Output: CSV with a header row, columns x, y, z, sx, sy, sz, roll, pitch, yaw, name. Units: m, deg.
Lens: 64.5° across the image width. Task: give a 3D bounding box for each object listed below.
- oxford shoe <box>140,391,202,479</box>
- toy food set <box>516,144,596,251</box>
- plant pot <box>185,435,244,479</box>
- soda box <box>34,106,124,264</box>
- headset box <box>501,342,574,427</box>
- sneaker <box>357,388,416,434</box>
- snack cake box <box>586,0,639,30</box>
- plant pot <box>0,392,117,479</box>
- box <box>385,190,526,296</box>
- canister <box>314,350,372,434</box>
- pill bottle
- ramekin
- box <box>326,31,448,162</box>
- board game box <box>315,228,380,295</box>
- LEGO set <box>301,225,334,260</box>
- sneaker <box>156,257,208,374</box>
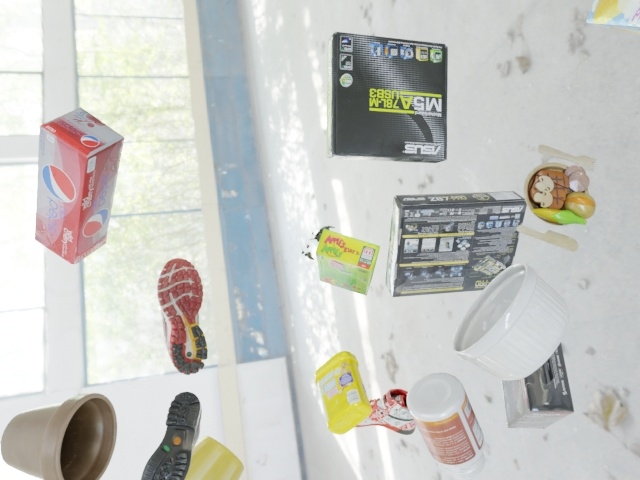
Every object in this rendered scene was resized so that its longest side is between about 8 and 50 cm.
x,y,z,sx,sy,sz,roll,pitch,yaw,name
-0.287,0.428,1.014,0.096,0.082,0.227,94,-166,-60,oxford shoe
0.441,-0.088,0.932,0.038,0.132,0.192,98,-170,-75,toy food set
-0.366,0.735,1.521,0.254,0.239,0.254,25,144,20,plant pot
-0.403,-0.080,0.838,0.263,0.092,0.083,-59,-3,41,soda box
0.564,0.365,1.346,0.293,0.110,0.218,76,-166,-60,headset box
0.180,0.523,1.607,0.090,0.270,0.145,-72,-10,-57,sneaker
0.612,-0.402,0.881,0.264,0.152,0.089,-95,16,-65,snack cake box
-0.742,0.557,1.421,0.263,0.229,0.263,-1,-90,-78,plant pot
0.412,0.012,1.575,0.097,0.394,0.318,-111,19,-62,box
0.054,0.381,1.273,0.126,0.073,0.170,-43,31,16,canister
0.269,0.392,1.059,0.216,0.121,0.121,64,173,-24,pill bottle
0.343,0.151,0.910,0.207,0.109,0.207,-53,-4,-5,ramekin
0.104,-0.216,0.787,0.045,0.190,0.184,175,96,-76,box
0.045,0.041,0.854,0.181,0.092,0.043,84,-155,-72,board game box
-0.003,-0.001,0.965,0.054,0.083,0.023,52,-165,-29,LEGO set
-0.280,0.147,0.994,0.092,0.088,0.225,-18,76,61,sneaker
